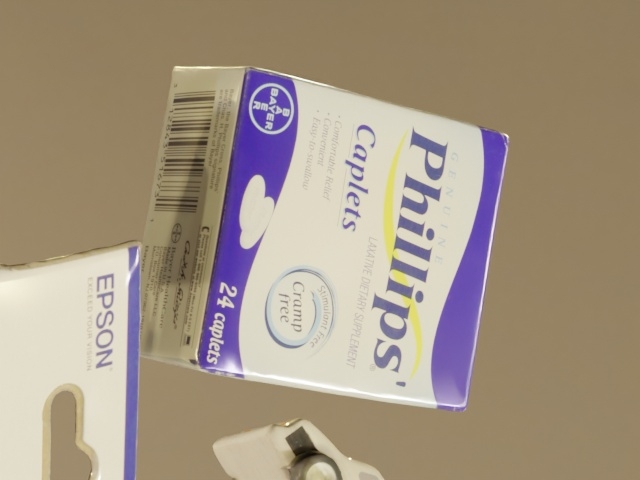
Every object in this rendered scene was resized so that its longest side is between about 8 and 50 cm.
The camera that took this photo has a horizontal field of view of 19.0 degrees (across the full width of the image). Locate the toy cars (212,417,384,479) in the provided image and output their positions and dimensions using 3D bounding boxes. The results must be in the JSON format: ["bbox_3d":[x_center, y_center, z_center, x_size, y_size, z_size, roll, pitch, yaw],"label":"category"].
[{"bbox_3d":[0.092,0.244,1.223,0.393,0.176,0.087,36,-128,27],"label":"toy cars"}]

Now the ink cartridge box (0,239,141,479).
[{"bbox_3d":[-0.221,0.105,0.624,0.371,0.176,0.069,-11,-158,-40],"label":"ink cartridge box"}]

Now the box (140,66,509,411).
[{"bbox_3d":[0.000,0.000,0.814,0.137,0.126,0.072,11,177,-32],"label":"box"}]
